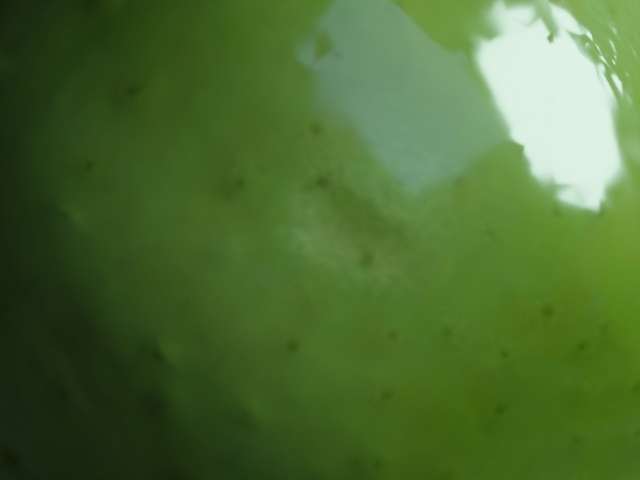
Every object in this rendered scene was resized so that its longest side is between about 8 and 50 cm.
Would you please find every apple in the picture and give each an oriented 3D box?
[{"bbox_3d":[0.000,0.000,0.639,0.357,0.357,0.357,8,67,-20],"label":"apple"}]
